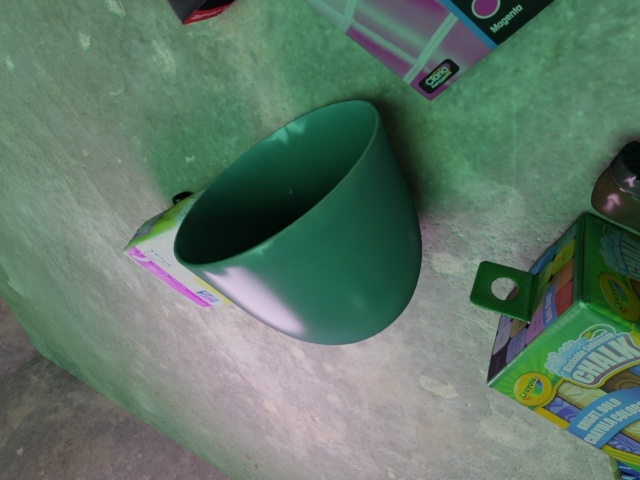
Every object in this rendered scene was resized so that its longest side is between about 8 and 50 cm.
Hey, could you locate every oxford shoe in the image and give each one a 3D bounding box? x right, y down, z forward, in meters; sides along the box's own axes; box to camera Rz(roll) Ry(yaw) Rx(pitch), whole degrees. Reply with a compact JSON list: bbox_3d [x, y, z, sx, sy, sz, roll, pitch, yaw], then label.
[{"bbox_3d":[0.396,-0.019,0.412,0.227,0.082,0.096,28,150,16],"label":"oxford shoe"}]

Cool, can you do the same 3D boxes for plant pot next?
[{"bbox_3d":[0.000,0.000,0.549,0.293,0.293,0.235,-10,130,39],"label":"plant pot"}]

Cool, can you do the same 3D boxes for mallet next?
[{"bbox_3d":[-0.212,-0.056,0.817,0.190,0.039,0.062,10,128,23],"label":"mallet"}]

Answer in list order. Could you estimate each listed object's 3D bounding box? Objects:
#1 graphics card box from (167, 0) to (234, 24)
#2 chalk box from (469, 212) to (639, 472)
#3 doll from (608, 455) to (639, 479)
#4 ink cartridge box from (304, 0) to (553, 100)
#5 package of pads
[{"bbox_3d":[-0.081,-0.421,0.403,0.371,0.094,0.232,-13,117,39],"label":"graphics card box"},{"bbox_3d":[0.322,0.104,0.472,0.289,0.180,0.179,29,134,11],"label":"chalk box"},{"bbox_3d":[0.547,0.356,0.608,0.189,0.046,0.129,-9,118,39],"label":"doll"},{"bbox_3d":[0.028,-0.292,0.346,0.371,0.069,0.176,31,147,-19],"label":"ink cartridge box"},{"bbox_3d":[-0.225,0.026,0.807,0.297,0.101,0.229,-15,129,40],"label":"package of pads"}]
